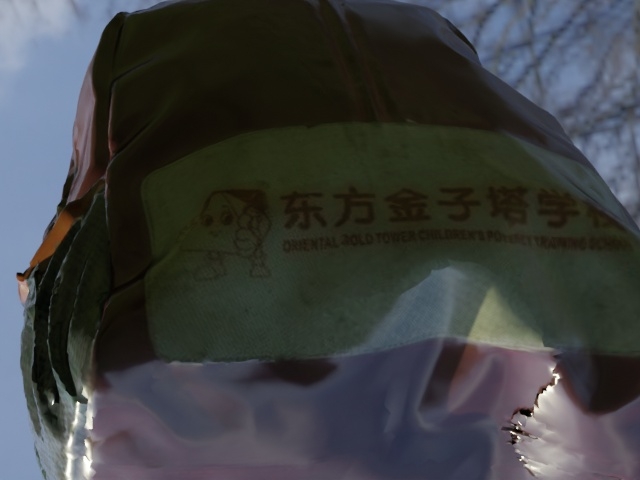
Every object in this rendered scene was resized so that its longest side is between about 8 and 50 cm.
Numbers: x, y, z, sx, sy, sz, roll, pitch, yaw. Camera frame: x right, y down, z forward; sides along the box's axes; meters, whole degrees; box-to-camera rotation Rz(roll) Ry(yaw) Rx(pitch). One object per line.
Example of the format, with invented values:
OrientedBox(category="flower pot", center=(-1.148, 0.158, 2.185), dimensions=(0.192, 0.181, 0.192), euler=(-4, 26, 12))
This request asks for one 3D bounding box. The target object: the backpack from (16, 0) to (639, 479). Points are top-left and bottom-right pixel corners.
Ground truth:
OrientedBox(category="backpack", center=(0.000, 0.000, 0.846), dimensions=(0.283, 0.197, 0.317), euler=(3, -145, -14))
